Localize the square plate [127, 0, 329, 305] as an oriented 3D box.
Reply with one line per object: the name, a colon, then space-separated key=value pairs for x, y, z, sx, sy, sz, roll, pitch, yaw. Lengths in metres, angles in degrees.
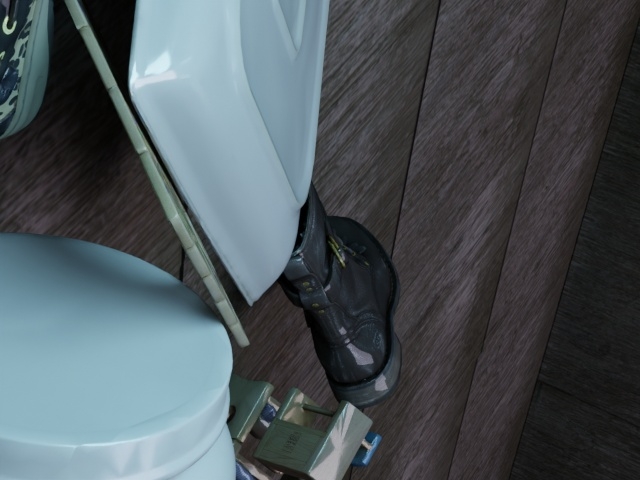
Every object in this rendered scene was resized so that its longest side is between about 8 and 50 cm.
square plate: x=-0.039 y=-0.172 z=1.010 sx=0.344 sy=0.049 sz=0.347 roll=69 pitch=24 yaw=-68

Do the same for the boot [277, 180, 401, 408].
boot: x=0.000 y=0.000 z=1.449 sx=0.263 sy=0.091 sz=0.229 roll=-104 pitch=170 yaw=-51

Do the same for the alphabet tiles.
alphabet tiles: x=-0.106 y=-0.070 z=0.907 sx=0.009 sy=0.237 sz=0.198 roll=-26 pitch=157 yaw=-3

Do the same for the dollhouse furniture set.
dollhouse furniture set: x=-0.023 y=0.220 z=1.496 sx=0.129 sy=0.184 sz=0.129 roll=41 pitch=70 yaw=-33

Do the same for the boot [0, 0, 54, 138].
boot: x=-0.201 y=-0.116 z=0.757 sx=0.178 sy=0.085 sz=0.236 roll=-43 pitch=151 yaw=-46

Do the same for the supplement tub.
supplement tub: x=-0.182 y=0.188 z=0.951 sx=0.241 sy=0.241 sz=0.331 roll=-38 pitch=148 yaw=-56
